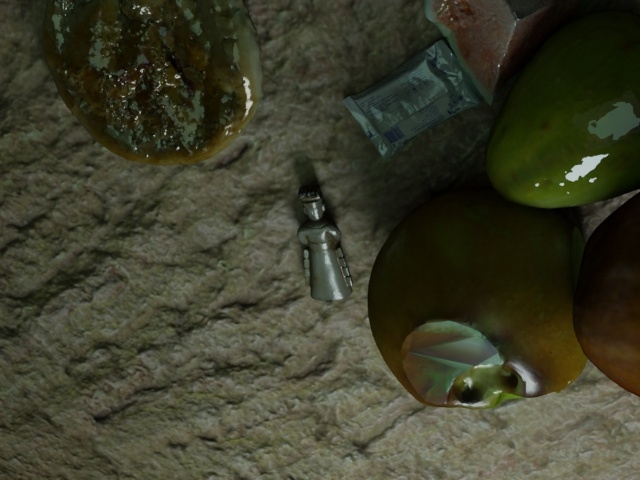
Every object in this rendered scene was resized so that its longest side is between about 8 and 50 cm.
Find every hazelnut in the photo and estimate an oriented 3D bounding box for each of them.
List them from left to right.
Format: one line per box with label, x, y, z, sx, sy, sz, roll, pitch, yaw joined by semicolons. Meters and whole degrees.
hazelnut;0.519;0.057;1.420;0.366;0.366;0.365;5;120;8

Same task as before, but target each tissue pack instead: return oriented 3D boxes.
tissue pack;0.144;-0.218;1.660;0.193;0.026;0.122;-29;110;24

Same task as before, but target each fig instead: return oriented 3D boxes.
fig;0.381;-0.167;1.500;0.326;0.258;0.258;-39;106;17

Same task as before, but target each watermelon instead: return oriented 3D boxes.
watermelon;0.256;-0.337;1.496;0.256;0.176;0.260;14;154;-6

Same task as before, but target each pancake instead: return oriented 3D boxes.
pancake;-0.266;-0.288;1.669;0.387;0.082;0.387;6;119;12

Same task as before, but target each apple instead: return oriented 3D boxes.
apple;0.261;0.110;1.641;0.384;0.374;0.374;42;118;-12

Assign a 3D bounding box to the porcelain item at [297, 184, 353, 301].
porcelain item;0.000;0.000;1.794;0.084;0.054;0.213;-6;118;11
